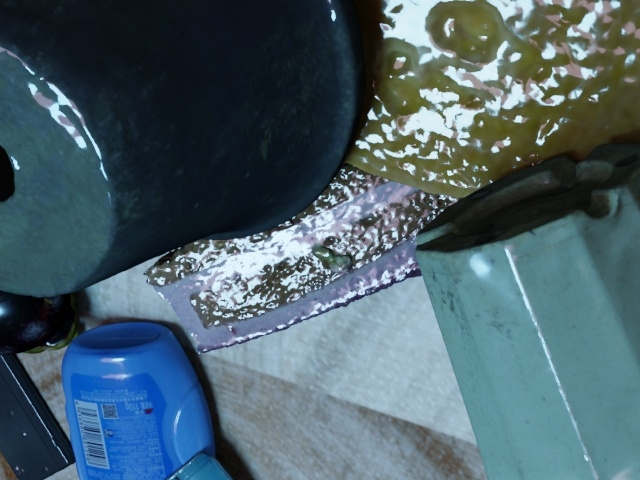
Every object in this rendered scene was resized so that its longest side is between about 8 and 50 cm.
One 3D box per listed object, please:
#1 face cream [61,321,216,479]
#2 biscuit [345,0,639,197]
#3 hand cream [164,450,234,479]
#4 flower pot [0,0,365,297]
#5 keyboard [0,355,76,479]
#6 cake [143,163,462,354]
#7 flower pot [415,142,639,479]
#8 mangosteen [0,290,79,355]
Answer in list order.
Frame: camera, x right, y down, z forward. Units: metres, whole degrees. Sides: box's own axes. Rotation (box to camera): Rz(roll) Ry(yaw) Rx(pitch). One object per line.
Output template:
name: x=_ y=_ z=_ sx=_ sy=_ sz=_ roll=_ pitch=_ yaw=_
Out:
face cream: x=-0.175 y=0.216 z=1.653 sx=0.149 sy=0.083 sz=0.264 roll=-1 pitch=110 yaw=17
biscuit: x=0.104 y=-0.204 z=1.272 sx=0.385 sy=0.062 sz=0.365 roll=26 pitch=121 yaw=5
hand cream: x=-0.074 y=0.311 z=1.629 sx=0.083 sy=0.048 sz=0.224 roll=-38 pitch=100 yaw=6
flower pot: x=-0.173 y=-0.111 z=1.244 sx=0.379 sy=0.251 sz=0.379 roll=14 pitch=125 yaw=21
keyboard: x=-0.369 y=0.122 z=1.781 sx=0.101 sy=0.018 sz=0.310 roll=-31 pitch=92 yaw=39
cake: x=0.000 y=0.000 z=1.463 sx=0.295 sy=0.113 sz=0.116 roll=-22 pitch=99 yaw=24
flower pot: x=0.206 y=0.078 z=1.219 sx=0.290 sy=0.290 sz=0.259 roll=-14 pitch=106 yaw=36
mangosteen: x=-0.298 y=0.060 z=1.652 sx=0.137 sy=0.137 sz=0.151 roll=-15 pitch=134 yaw=36
